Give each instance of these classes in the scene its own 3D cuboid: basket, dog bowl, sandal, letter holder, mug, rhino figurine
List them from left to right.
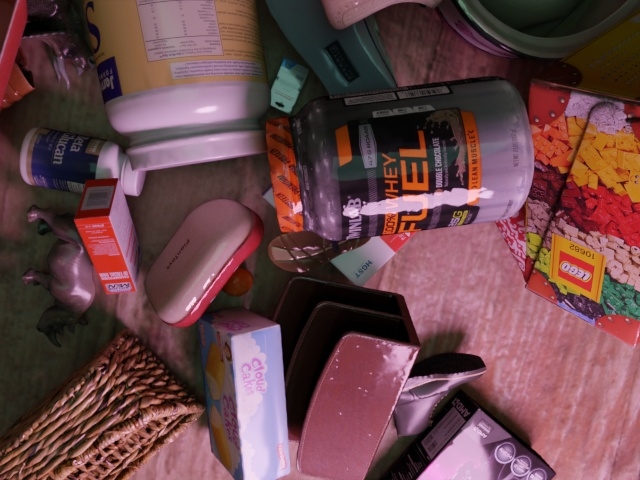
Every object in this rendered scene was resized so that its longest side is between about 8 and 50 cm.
[{"bbox_3d":[-0.430,0.066,0.833,0.106,0.073,0.243,8,99,-6],"label":"rhino figurine"},{"bbox_3d":[-0.367,0.336,0.810,0.299,0.213,0.223,-40,101,0],"label":"basket"},{"bbox_3d":[0.000,0.000,0.810,0.180,0.049,0.072,-20,107,-18],"label":"sandal"},{"bbox_3d":[0.006,0.232,0.838,0.215,0.152,0.301,13,114,-8],"label":"letter holder"},{"bbox_3d":[0.393,-0.029,0.934,0.113,0.150,0.169,-30,99,34],"label":"mug"},{"bbox_3d":[0.350,-0.493,0.819,0.408,0.150,0.407,-1,98,-9],"label":"dog bowl"}]

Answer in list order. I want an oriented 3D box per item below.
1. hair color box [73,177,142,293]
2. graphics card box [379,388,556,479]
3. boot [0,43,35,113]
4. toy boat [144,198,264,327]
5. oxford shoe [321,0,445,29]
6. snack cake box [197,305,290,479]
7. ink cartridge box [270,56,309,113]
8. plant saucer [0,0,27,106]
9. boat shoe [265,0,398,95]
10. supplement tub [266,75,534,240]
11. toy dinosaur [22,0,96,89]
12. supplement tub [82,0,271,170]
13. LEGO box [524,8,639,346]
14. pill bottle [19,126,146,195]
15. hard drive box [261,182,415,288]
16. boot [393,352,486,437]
[{"bbox_3d":[-0.328,-0.004,0.786,0.054,0.093,0.167,-5,135,-6],"label":"hair color box"},{"bbox_3d":[0.251,0.510,0.986,0.233,0.094,0.371,42,90,-11],"label":"graphics card box"},{"bbox_3d":[-0.513,-0.210,0.774,0.153,0.073,0.197,-18,97,0],"label":"boot"},{"bbox_3d":[-0.175,0.047,0.848,0.151,0.151,0.231,35,93,-42],"label":"toy boat"},{"bbox_3d":[0.165,-0.410,0.685,0.397,0.140,0.146,-21,134,-10],"label":"oxford shoe"},{"bbox_3d":[-0.133,0.260,0.854,0.089,0.152,0.264,-9,100,-32],"label":"snack cake box"},{"bbox_3d":[-0.058,-0.263,0.857,0.048,0.028,0.083,23,94,-11],"label":"ink cartridge box"},{"bbox_3d":[-0.537,-0.254,0.709,0.259,0.048,0.259,19,93,16],"label":"plant saucer"},{"bbox_3d":[0.034,-0.344,0.803,0.136,0.156,0.367,-26,112,24],"label":"boat shoe"},{"bbox_3d":[0.101,-0.111,0.713,0.338,0.207,0.207,-8,100,0],"label":"supplement tub"},{"bbox_3d":[-0.447,-0.401,0.736,0.160,0.121,0.313,-45,105,-6],"label":"toy dinosaur"},{"bbox_3d":[-0.203,-0.280,0.726,0.241,0.241,0.331,-9,99,-7],"label":"supplement tub"},{"bbox_3d":[0.540,-0.150,0.738,0.500,0.193,0.372,-34,131,-19],"label":"LEGO box"},{"bbox_3d":[-0.374,-0.120,0.800,0.170,0.094,0.094,10,97,-10],"label":"pill bottle"},{"bbox_3d":[0.042,-0.063,0.871,0.232,0.089,0.181,43,91,-12],"label":"hard drive box"},{"bbox_3d":[0.225,0.302,0.968,0.198,0.077,0.137,-12,105,7],"label":"boot"}]
